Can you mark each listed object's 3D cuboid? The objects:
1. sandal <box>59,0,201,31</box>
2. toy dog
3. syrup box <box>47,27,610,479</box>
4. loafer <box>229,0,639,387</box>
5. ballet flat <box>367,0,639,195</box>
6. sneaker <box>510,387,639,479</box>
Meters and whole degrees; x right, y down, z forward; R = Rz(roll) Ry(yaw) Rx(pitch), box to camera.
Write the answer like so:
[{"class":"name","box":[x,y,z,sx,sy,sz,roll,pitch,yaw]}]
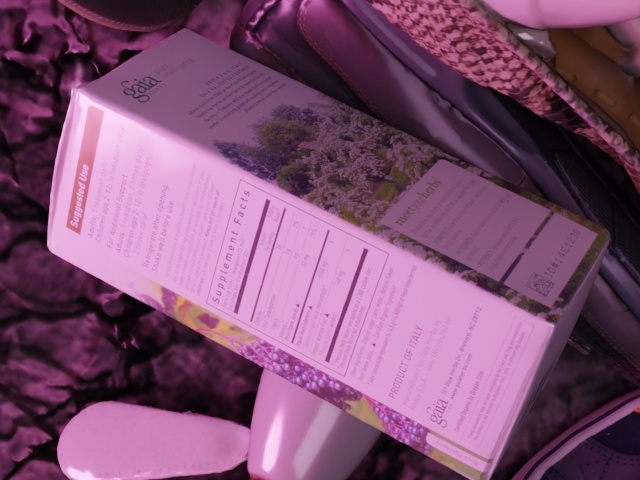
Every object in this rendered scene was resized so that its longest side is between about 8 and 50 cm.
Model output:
[{"class":"sandal","box":[-0.170,-0.213,0.595,0.120,0.086,0.303,-44,119,-1]},{"class":"toy dog","box":[-0.070,0.191,0.689,0.334,0.161,0.220,-38,102,-12]},{"class":"syrup box","box":[0.000,0.000,0.598,0.237,0.093,0.096,26,124,14]},{"class":"loafer","box":[0.080,-0.030,0.665,0.095,0.109,0.302,-38,99,24]},{"class":"ballet flat","box":[0.159,-0.097,0.552,0.483,0.182,0.164,37,89,-27]},{"class":"sneaker","box":[0.243,0.133,0.693,0.321,0.127,0.126,-26,105,6]}]
